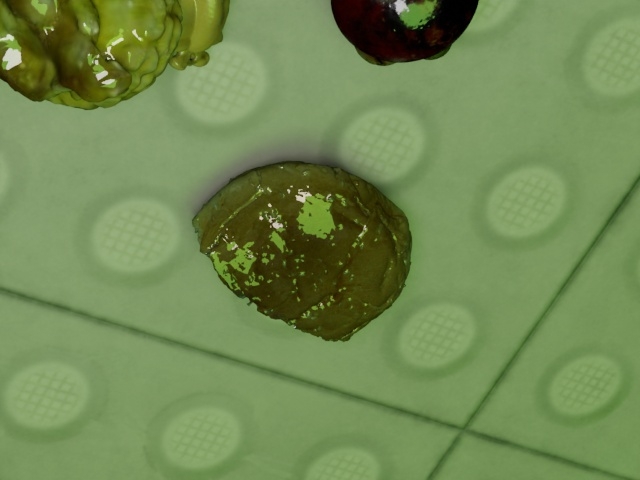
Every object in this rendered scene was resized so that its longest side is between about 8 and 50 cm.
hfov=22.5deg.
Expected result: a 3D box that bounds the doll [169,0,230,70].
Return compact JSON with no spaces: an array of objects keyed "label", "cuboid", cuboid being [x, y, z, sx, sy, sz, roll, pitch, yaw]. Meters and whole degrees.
[{"label":"doll","cuboid":[-0.129,-0.333,1.845,0.117,0.086,0.291,-18,131,-45]}]

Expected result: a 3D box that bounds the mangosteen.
[{"label":"mangosteen","cuboid":[0.104,-0.285,1.913,0.200,0.200,0.200,-8,125,-11]}]

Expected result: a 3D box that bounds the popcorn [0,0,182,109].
[{"label":"popcorn","cuboid":[-0.273,-0.240,1.767,0.237,0.251,0.206,33,107,-28]}]

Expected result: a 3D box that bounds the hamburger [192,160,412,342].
[{"label":"hamburger","cuboid":[0.000,0.000,2.086,0.309,0.132,0.211,35,110,-31]}]
